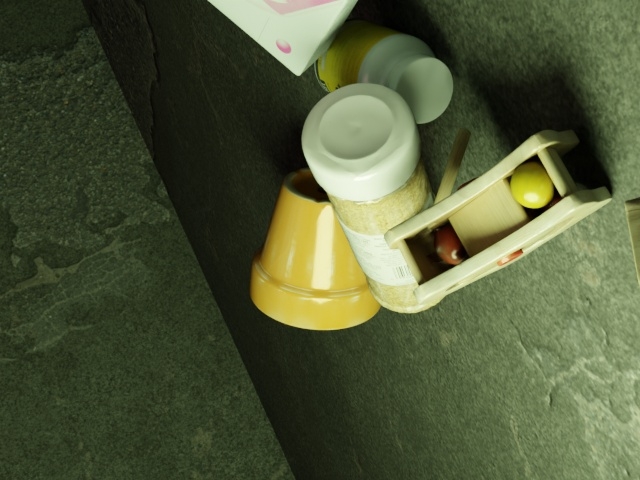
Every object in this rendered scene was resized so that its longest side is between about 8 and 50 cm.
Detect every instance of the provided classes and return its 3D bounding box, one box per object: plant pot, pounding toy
[{"bbox_3d":[0.000,0.000,1.555,0.205,0.205,0.188,44,137,50],"label":"plant pot"},{"bbox_3d":[0.139,-0.041,1.030,0.269,0.154,0.155,-40,73,49],"label":"pounding toy"}]

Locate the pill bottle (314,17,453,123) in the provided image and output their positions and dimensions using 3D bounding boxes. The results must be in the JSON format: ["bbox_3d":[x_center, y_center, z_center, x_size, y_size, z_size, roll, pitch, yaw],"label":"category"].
[{"bbox_3d":[0.074,-0.193,1.208,0.184,0.103,0.103,39,147,57],"label":"pill bottle"}]

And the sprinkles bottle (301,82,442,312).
[{"bbox_3d":[0.077,-0.035,1.216,0.121,0.121,0.355,56,176,30],"label":"sprinkles bottle"}]

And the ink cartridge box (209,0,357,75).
[{"bbox_3d":[-0.081,-0.366,1.073,0.324,0.071,0.330,40,152,0],"label":"ink cartridge box"}]

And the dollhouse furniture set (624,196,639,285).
[{"bbox_3d":[0.370,0.118,0.805,0.303,0.198,0.287,30,-129,-66],"label":"dollhouse furniture set"}]
